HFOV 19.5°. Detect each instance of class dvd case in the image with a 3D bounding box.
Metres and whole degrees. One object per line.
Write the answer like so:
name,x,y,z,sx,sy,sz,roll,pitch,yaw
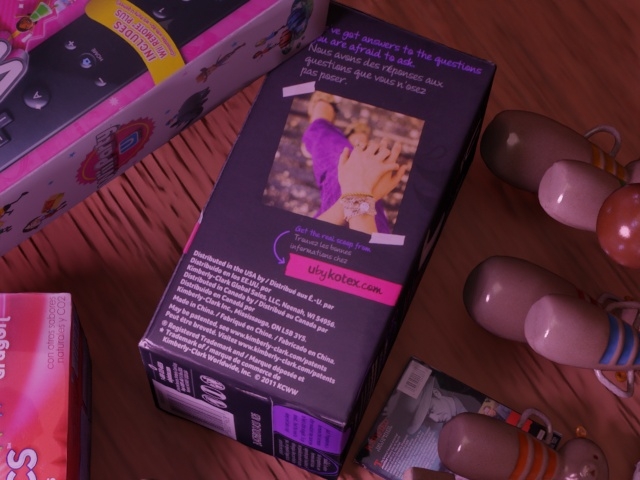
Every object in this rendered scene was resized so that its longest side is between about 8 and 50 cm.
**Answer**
dvd case,0.095,0.144,1.285,0.119,0.013,0.087,28,72,6

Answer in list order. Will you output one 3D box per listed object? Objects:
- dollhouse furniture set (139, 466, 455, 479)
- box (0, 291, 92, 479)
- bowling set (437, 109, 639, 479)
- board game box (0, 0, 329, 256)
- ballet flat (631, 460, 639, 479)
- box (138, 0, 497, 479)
dollhouse furniture set,-0.038,0.225,1.080,0.262,0.259,0.135,-21,65,36
box,-0.223,0.194,1.183,0.142,0.154,0.300,-1,72,-1
bowling set,0.201,0.039,1.220,0.154,0.200,0.287,18,74,-25
board game box,-0.178,-0.148,1.150,0.303,0.097,0.224,-37,78,-15
ballet flat,0.286,0.130,1.236,0.147,0.147,0.409,12,72,2
box,0.000,0.000,1.250,0.143,0.165,0.270,22,70,6
